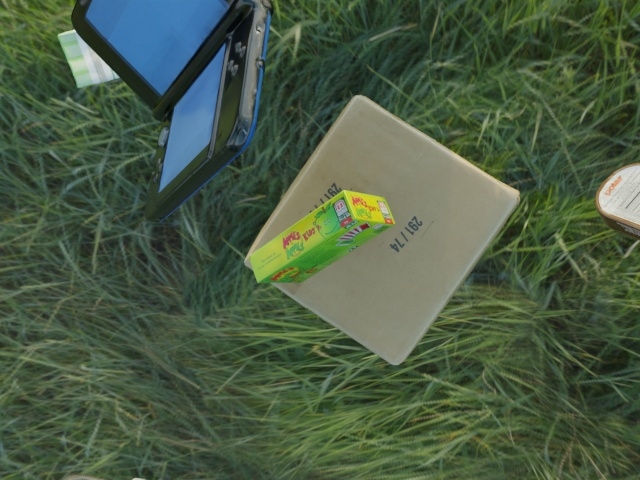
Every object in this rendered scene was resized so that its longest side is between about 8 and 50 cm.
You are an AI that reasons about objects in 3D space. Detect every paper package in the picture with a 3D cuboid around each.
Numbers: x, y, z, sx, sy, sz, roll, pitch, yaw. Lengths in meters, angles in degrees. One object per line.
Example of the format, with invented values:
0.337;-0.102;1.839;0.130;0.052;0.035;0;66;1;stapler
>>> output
0.095;-0.021;1.034;0.310;0.168;0.324;34;98;6;paper package

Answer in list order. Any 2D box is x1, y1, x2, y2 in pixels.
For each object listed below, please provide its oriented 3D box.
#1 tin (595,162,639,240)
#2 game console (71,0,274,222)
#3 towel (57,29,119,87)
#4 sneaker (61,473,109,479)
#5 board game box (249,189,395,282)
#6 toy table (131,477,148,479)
0.467;-0.049;0.886;0.106;0.040;0.190;-46;32;-3;tin
-0.195;-0.189;0.729;0.174;0.293;0.250;17;66;-27;game console
-0.414;-0.368;1.248;0.152;0.023;0.113;-22;94;-16;towel
-0.184;0.338;0.649;0.229;0.086;0.132;31;57;-9;sneaker
0.000;0.000;0.865;0.181;0.092;0.043;-33;67;32;board game box
-0.162;0.418;0.831;0.252;0.274;0.160;11;71;10;toy table
